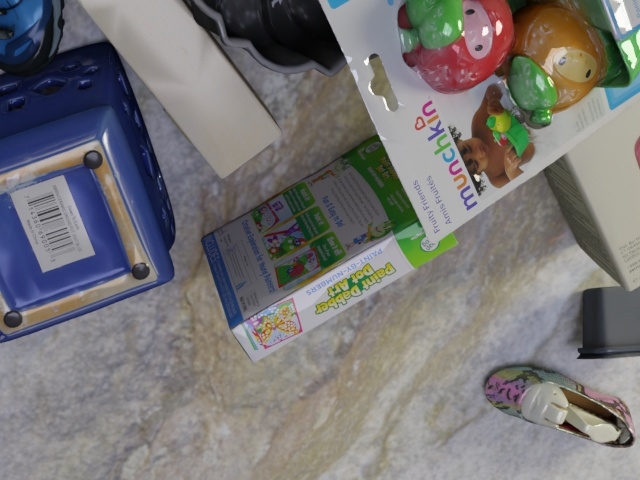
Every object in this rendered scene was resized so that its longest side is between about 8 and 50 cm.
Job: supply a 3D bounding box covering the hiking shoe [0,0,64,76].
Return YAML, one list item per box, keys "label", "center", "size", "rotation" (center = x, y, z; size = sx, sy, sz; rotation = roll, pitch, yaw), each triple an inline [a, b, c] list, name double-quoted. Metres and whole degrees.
- label: "hiking shoe"
  center: [-0.343, -0.296, 1.233]
  size: [0.113, 0.132, 0.304]
  rotation: [-5, 112, 22]

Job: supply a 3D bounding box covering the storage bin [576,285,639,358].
- label: "storage bin"
  center: [0.395, 0.103, 1.630]
  size: [0.135, 0.098, 0.091]
  rotation: [-2, 85, -13]

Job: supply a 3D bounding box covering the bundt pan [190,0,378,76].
- label: "bundt pan"
  center: [-0.031, -0.333, 1.278]
  size: [0.331, 0.124, 0.331]
  rotation: [-9, 106, -32]

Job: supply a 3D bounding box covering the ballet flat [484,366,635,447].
- label: "ballet flat"
  center: [0.321, 0.222, 1.661]
  size: [0.221, 0.079, 0.077]
  rotation: [19, 108, -20]

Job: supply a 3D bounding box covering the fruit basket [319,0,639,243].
- label: "fruit basket"
  center: [0.184, -0.220, 1.256]
  size: [0.353, 0.165, 0.327]
  rotation: [-35, 110, -26]

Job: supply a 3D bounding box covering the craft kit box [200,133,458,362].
- label: "craft kit box"
  center: [0.000, 0.000, 1.394]
  size: [0.247, 0.250, 0.061]
  rotation: [-33, 115, 3]

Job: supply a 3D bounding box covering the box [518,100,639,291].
- label: "box"
  center: [0.343, -0.084, 1.497]
  size: [0.127, 0.148, 0.232]
  rotation: [-30, 117, 0]

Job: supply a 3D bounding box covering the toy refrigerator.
- label: "toy refrigerator"
  center: [-0.160, -0.200, 1.350]
  size: [0.094, 0.102, 0.269]
  rotation: [-37, 117, 3]

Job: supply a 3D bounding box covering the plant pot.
- label: "plant pot"
  center: [-0.282, -0.043, 1.327]
  size: [0.236, 0.212, 0.236]
  rotation: [-19, 116, -4]
